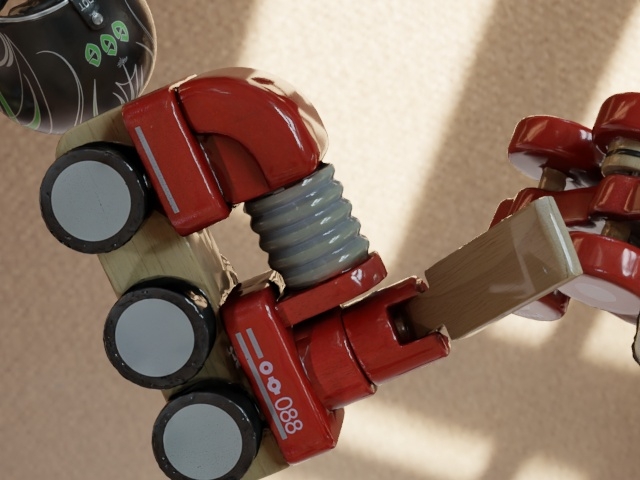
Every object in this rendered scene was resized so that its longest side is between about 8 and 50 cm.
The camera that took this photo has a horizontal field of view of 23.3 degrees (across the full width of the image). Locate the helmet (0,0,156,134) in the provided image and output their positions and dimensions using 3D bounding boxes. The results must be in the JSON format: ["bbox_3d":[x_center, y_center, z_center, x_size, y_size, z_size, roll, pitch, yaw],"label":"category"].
[{"bbox_3d":[-0.218,-0.167,1.301,0.169,0.169,0.161,-17,137,3],"label":"helmet"}]

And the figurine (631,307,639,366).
[{"bbox_3d":[0.323,0.095,0.929,0.215,0.092,0.209,3,153,34],"label":"figurine"}]

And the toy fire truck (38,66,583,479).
[{"bbox_3d":[0.000,0.000,0.828,0.246,0.158,0.217,-23,97,9],"label":"toy fire truck"}]

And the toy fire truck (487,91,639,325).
[{"bbox_3d":[0.293,0.008,1.385,0.254,0.169,0.302,28,164,-24],"label":"toy fire truck"}]
